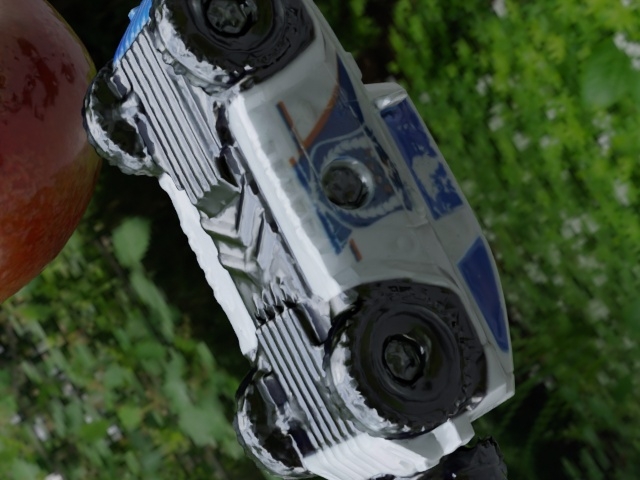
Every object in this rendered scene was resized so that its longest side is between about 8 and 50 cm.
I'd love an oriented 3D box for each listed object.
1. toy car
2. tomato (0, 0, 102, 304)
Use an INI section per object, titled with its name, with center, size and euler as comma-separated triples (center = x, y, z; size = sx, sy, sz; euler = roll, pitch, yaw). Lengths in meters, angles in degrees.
[toy car]
center = 0.000, 0.000, 0.382
size = 0.171, 0.070, 0.080
euler = 62, 148, 6
[tomato]
center = -0.171, -0.036, 0.584
size = 0.167, 0.167, 0.167
euler = 56, 169, 16
